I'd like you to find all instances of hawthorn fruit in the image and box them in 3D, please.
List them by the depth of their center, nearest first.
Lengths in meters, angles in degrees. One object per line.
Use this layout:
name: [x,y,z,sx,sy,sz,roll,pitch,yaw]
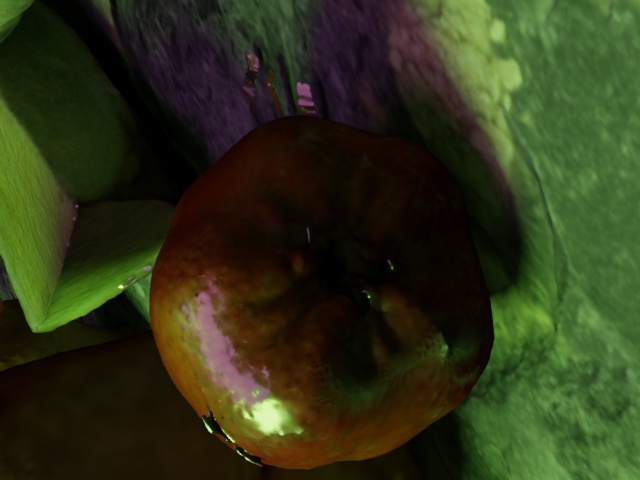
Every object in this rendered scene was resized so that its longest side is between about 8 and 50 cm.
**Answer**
hawthorn fruit: [-0.009,0.030,0.894,0.185,0.185,0.202,64,162,-1]

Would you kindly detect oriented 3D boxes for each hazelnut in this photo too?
hazelnut: [-0.106,0.208,1.051,0.372,0.372,0.316,177,98,-66]

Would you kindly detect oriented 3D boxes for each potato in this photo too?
potato: [-0.205,-0.094,1.278,0.255,0.112,0.269,63,155,12]

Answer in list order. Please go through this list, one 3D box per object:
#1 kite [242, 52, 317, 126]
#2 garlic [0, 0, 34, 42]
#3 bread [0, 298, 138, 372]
kite: [-0.001,0.001,1.056,0.141,0.015,0.245,29,141,50]
garlic: [-0.309,-0.240,1.154,0.317,0.259,0.318,8,108,25]
bread: [-0.268,0.192,1.501,0.172,0.312,0.312,29,163,-15]
